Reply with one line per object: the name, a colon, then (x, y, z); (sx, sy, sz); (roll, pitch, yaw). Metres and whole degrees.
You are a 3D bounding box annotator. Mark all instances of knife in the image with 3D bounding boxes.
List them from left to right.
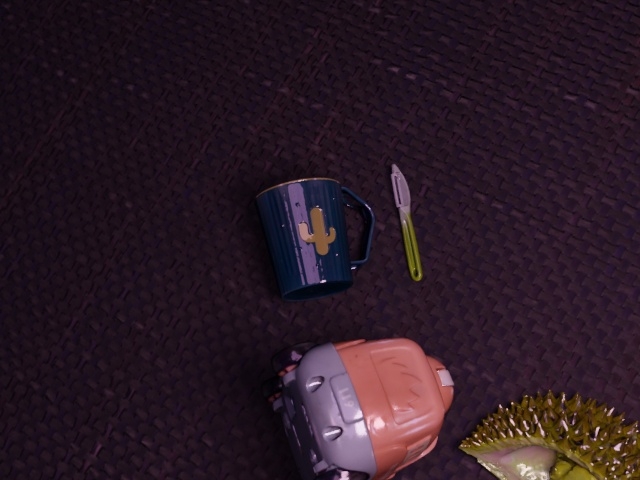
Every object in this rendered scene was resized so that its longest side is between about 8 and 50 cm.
knife: (0.129, -0.027, 1.684); (0.022, 0.026, 0.184); (-26, 67, 44)

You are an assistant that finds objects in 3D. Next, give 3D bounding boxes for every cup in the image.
cup: (0.000, 0.000, 1.655); (0.176, 0.131, 0.155); (-5, 75, -18)

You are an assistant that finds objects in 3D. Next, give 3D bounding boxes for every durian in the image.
durian: (0.377, 0.325, 1.506); (0.355, 0.157, 0.169); (40, 119, 19)

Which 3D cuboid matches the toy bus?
toy bus: (0.057, 0.227, 1.497); (0.232, 0.288, 0.194); (-18, 70, -13)
